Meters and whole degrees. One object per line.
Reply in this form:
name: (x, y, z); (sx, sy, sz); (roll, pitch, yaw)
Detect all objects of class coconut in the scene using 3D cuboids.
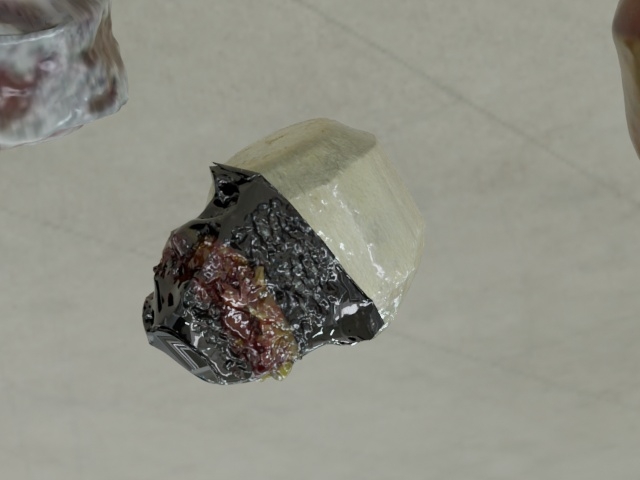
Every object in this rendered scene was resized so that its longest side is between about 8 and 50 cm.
coconut: (0.000, 0.000, 1.640); (0.237, 0.266, 0.237); (-27, -170, 5)

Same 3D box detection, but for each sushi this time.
sushi: (-0.073, 0.050, 1.253); (0.153, 0.150, 0.172); (15, 144, 43)

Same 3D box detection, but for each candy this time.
candy: (-0.305, -0.156, 1.147); (0.289, 0.214, 0.157); (-4, 120, -3)

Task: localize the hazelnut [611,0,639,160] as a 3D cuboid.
hazelnut: (0.459, -0.177, 1.369); (0.365, 0.366, 0.366); (-8, 158, -3)
